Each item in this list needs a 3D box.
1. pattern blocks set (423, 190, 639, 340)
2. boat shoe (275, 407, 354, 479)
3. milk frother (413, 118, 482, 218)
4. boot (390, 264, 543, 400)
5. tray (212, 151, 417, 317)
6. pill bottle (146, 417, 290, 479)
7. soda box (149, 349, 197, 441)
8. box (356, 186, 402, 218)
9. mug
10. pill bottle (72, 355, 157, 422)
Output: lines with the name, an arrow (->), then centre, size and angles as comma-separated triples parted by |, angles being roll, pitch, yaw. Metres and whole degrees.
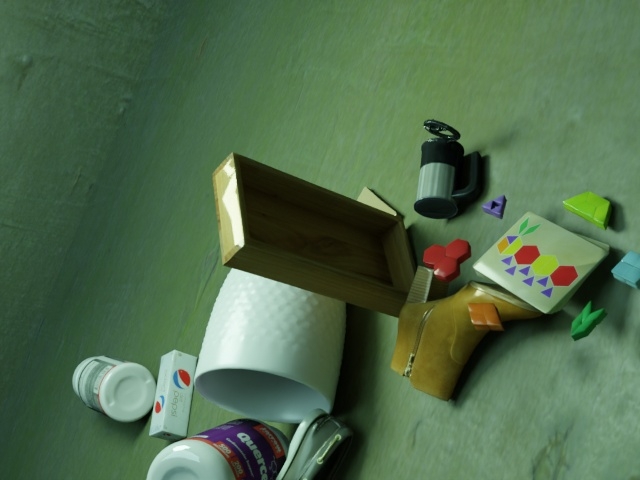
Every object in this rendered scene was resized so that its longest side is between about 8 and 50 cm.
pattern blocks set -> 0.335, 0.032, 1.417 | 0.285, 0.026, 0.325 | -38, 39, -3
boat shoe -> -0.031, 0.471, 1.717 | 0.091, 0.109, 0.305 | 22, 89, 33
milk frother -> 0.219, -0.135, 1.705 | 0.129, 0.143, 0.135 | -18, 53, 43
boot -> 0.240, 0.168, 1.534 | 0.295, 0.104, 0.211 | 14, 94, 52
tray -> 0.000, 0.000, 1.672 | 0.076, 0.411, 0.203 | -41, 45, 34
pill bottle -> -0.175, 0.441, 1.744 | 0.181, 0.323, 0.182 | 1, 91, 23
soda box -> -0.373, 0.394, 2.334 | 0.069, 0.074, 0.216 | -29, 47, 46
box -> 0.082, 0.001, 1.946 | 0.201, 0.021, 0.164 | -61, 31, 11
mug -> -0.089, 0.186, 1.887 | 0.374, 0.276, 0.328 | 105, 177, -60
pill bottle -> -0.582, 0.407, 2.567 | 0.283, 0.161, 0.161 | 0, 69, 58
